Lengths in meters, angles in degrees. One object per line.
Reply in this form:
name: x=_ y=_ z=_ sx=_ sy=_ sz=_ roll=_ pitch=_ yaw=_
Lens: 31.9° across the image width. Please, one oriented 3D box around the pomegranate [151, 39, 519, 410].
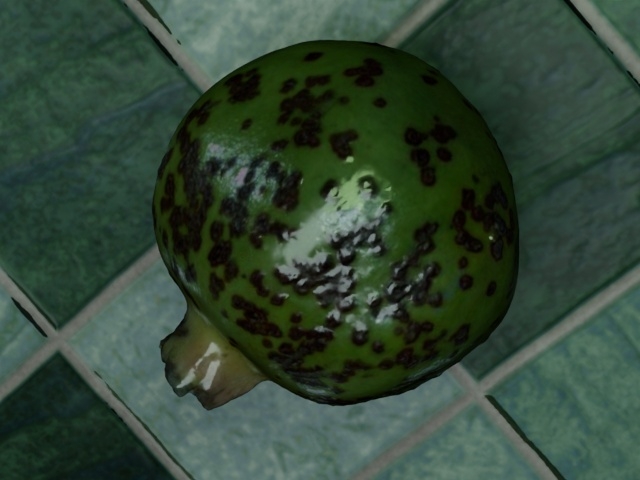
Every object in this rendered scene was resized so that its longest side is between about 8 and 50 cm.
pomegranate: x=0.000 y=0.000 z=0.746 sx=0.270 sy=0.254 sz=0.254 roll=-42 pitch=93 yaw=-1
